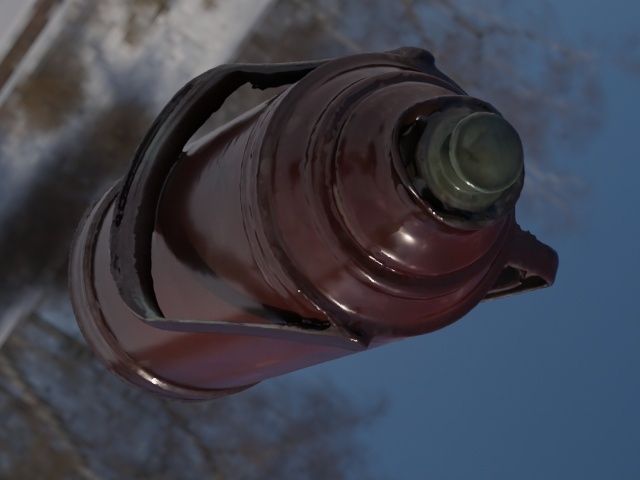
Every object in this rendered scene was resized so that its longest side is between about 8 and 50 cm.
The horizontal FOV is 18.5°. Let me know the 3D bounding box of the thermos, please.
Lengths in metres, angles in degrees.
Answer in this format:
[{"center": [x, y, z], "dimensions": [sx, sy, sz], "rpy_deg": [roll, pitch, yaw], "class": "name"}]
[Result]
[{"center": [0.002, -0.003, 0.654], "dimensions": [0.232, 0.124, 0.099], "rpy_deg": [-21, -131, 61], "class": "thermos"}]
